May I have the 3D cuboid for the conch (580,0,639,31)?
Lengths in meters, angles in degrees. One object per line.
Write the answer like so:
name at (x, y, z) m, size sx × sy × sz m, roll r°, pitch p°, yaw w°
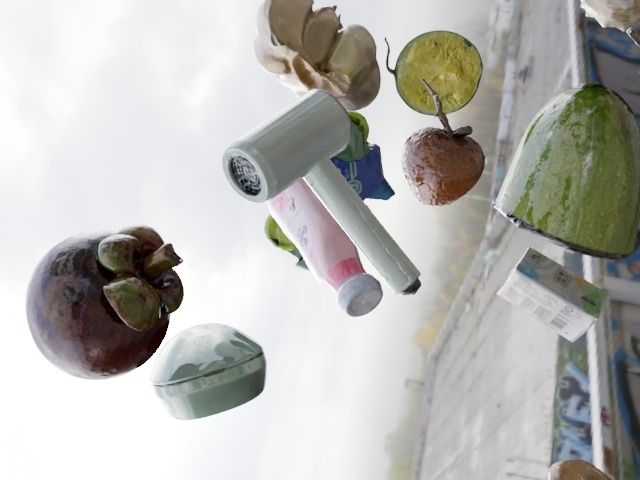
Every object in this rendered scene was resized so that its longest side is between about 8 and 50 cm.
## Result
conch at (0.598, -0.612, 1.547) m, size 0.210 × 0.297 × 0.352 m, roll -54°, pitch -23°, yaw -28°

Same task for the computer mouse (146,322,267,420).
computer mouse at (-0.162, 0.161, 1.046) m, size 0.288 × 0.159 × 0.097 m, roll -161°, pitch 55°, yaw -74°

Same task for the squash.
squash at (0.552, -0.158, 1.560) m, size 0.310 × 0.310 × 0.309 m, roll -66°, pitch -4°, yaw -72°

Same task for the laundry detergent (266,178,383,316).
laundry detergent at (0.000, 0.000, 1.365) m, size 0.335 × 0.088 × 0.159 m, roll 56°, pitch 158°, yaw 39°

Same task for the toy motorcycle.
toy motorcycle at (0.036, -0.101, 1.604) m, size 0.326 × 0.200 × 0.191 m, roll -53°, pitch 4°, yaw 20°

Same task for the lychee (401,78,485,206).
lychee at (0.151, -0.109, 0.975) m, size 0.101 × 0.114 × 0.140 m, roll -42°, pitch -39°, yaw -29°

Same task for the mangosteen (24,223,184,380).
mangosteen at (-0.238, 0.063, 0.872) m, size 0.200 × 0.200 × 0.199 m, roll 11°, pitch -90°, yaw -86°

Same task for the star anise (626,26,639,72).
star anise at (0.837, -0.443, 1.765) m, size 0.081 × 0.262 × 0.230 m, roll -52°, pitch -20°, yaw -52°

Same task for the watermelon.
watermelon at (0.283, -0.415, 1.891) m, size 0.127 × 0.232 × 0.204 m, roll -59°, pitch -37°, yaw -74°

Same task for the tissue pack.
tissue pack at (0.596, 0.120, 1.926) m, size 0.145 × 0.229 × 0.159 m, roll -52°, pitch -13°, yaw -28°

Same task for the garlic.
garlic at (-0.006, -0.362, 1.471) m, size 0.185 × 0.281 × 0.203 m, roll -42°, pitch 27°, yaw 59°

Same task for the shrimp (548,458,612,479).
shrimp at (0.589, 0.552, 1.537) m, size 0.152 × 0.287 × 0.063 m, roll -19°, pitch -40°, yaw -42°

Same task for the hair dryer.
hair dryer at (0.016, -0.029, 0.780) m, size 0.131 × 0.236 × 0.073 m, roll -40°, pitch 4°, yaw -34°
